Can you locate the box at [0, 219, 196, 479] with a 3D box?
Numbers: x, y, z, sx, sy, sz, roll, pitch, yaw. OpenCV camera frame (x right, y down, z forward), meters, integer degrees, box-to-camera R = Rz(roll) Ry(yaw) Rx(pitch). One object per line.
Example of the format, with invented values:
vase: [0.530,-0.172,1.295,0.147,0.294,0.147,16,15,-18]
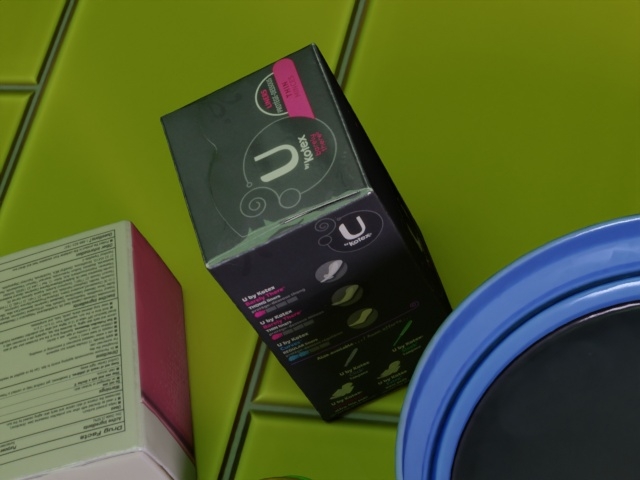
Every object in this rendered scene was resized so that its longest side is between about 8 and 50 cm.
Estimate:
box: [-0.200,0.123,1.554,0.148,0.127,0.232,-16,55,12]

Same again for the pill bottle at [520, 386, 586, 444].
pill bottle: [0.127,0.253,1.308,0.162,0.162,0.278,20,66,31]

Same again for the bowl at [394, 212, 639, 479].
bowl: [0.245,0.156,1.192,0.391,0.077,0.391,-5,53,7]

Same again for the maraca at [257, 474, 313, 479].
maraca: [-0.054,0.248,1.437,0.185,0.099,0.127,-12,49,47]

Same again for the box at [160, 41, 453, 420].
box: [0.000,0.000,1.459,0.143,0.270,0.165,-25,54,6]
